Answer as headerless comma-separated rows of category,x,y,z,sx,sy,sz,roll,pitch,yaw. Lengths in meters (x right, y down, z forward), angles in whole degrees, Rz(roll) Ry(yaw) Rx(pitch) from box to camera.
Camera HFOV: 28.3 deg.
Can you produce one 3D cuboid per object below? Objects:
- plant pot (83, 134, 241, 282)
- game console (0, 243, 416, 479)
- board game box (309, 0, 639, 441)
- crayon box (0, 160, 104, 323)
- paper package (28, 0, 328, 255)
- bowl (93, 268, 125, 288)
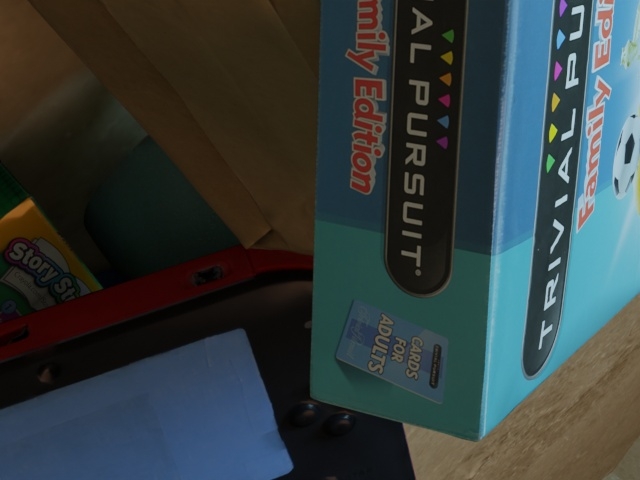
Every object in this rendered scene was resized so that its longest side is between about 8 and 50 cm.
plant pot,0.000,0.000,0.937,0.290,0.195,0.290,-30,170,-6
game console,-0.130,0.177,0.841,0.386,0.060,0.342,-18,128,-4
board game box,0.116,-0.093,0.574,0.336,0.079,0.254,-27,123,-55
crayon box,-0.205,0.097,0.877,0.165,0.081,0.278,-39,129,-11
paper package,0.023,-0.184,0.630,0.325,0.168,0.309,-68,150,-20
bowl,-0.213,0.177,1.119,0.391,0.077,0.391,-35,153,-21
